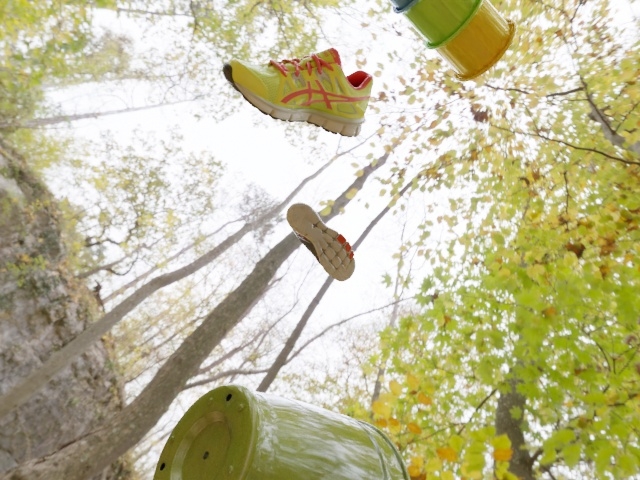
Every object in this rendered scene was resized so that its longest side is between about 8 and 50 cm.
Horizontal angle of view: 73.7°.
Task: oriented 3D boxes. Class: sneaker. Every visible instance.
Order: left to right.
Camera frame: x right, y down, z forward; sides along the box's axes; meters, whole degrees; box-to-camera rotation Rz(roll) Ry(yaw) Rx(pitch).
[{"bbox_3d":[-0.019,-0.196,0.523,0.081,0.208,0.094,54,-52,36],"label":"sneaker"},{"bbox_3d":[0.000,0.000,0.717,0.061,0.065,0.158,-39,-80,-12],"label":"sneaker"}]

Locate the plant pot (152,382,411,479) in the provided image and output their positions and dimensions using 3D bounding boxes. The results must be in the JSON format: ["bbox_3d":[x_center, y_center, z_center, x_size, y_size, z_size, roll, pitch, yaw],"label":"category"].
[{"bbox_3d":[-0.085,0.437,0.755,0.366,0.366,0.353,-27,-54,28],"label":"plant pot"}]

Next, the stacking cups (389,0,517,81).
[{"bbox_3d":[0.092,-0.322,0.499,0.316,0.096,0.096,31,-59,-23],"label":"stacking cups"}]
